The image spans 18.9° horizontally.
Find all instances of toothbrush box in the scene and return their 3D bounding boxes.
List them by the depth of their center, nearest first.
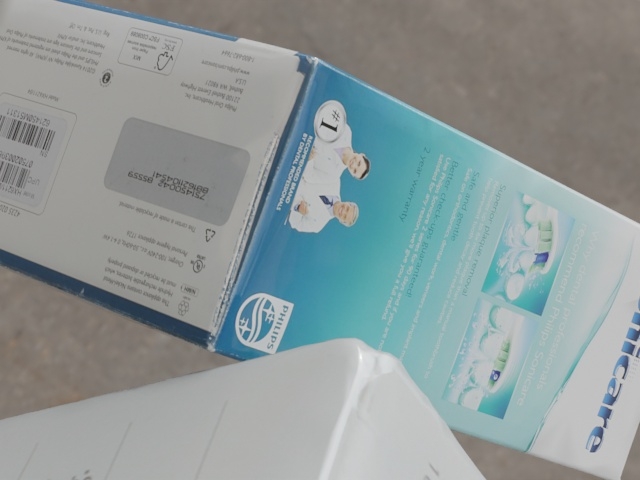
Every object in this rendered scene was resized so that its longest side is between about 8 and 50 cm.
[{"bbox_3d":[0.000,0.000,0.893,0.216,0.126,0.295,18,-2,43],"label":"toothbrush box"}]

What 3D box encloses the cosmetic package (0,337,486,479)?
[{"bbox_3d":[-0.099,0.292,0.755,0.327,0.394,0.329,53,39,-29],"label":"cosmetic package"}]
